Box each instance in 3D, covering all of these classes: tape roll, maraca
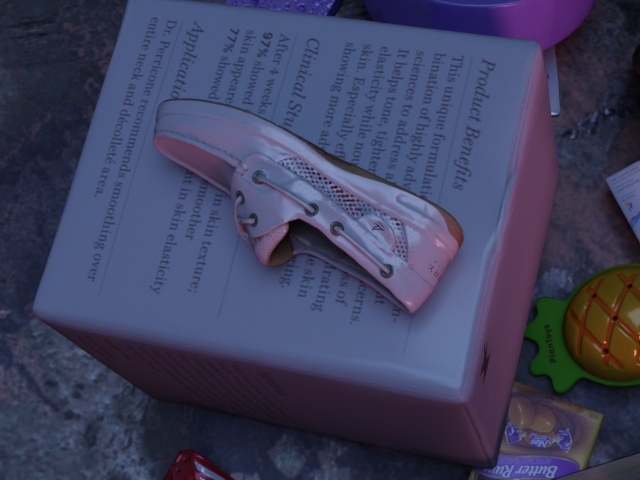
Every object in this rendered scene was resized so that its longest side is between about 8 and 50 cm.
[{"bbox_3d":[0.178,-0.327,1.469,0.274,0.090,0.275,-2,55,3],"label":"tape roll"},{"bbox_3d":[0.300,0.093,1.361,0.185,0.099,0.127,-18,67,25],"label":"maraca"}]

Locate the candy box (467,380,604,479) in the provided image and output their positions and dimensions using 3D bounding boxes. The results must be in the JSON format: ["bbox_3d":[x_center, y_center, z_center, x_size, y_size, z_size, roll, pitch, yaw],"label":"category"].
[{"bbox_3d":[0.207,0.247,1.335,0.109,0.053,0.187,20,75,9],"label":"candy box"}]

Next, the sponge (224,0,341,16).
[{"bbox_3d":[-0.068,-0.233,1.521,0.117,0.031,0.210,25,74,11],"label":"sponge"}]

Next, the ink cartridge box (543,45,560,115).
[{"bbox_3d":[0.181,-0.194,1.479,0.180,0.060,0.104,-2,70,3],"label":"ink cartridge box"}]

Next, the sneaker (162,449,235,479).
[{"bbox_3d":[-0.179,0.283,1.340,0.221,0.087,0.128,3,63,-8],"label":"sneaker"}]

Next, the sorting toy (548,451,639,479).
[{"bbox_3d":[0.289,0.342,1.240,0.257,0.089,0.255,-15,78,-12],"label":"sorting toy"}]

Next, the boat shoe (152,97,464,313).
[{"bbox_3d":[-0.028,-0.027,1.046,0.277,0.098,0.096,25,76,17],"label":"boat shoe"}]

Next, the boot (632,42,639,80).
[{"bbox_3d":[0.420,-0.149,1.433,0.077,0.213,0.165,-34,108,27],"label":"boot"}]

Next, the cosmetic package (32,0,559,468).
[{"bbox_3d":[0.000,0.000,1.260,0.393,0.327,0.329,10,72,16],"label":"cosmetic package"}]

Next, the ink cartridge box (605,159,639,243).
[{"bbox_3d":[0.376,-0.031,1.407,0.088,0.052,0.122,-30,73,13],"label":"ink cartridge box"}]
